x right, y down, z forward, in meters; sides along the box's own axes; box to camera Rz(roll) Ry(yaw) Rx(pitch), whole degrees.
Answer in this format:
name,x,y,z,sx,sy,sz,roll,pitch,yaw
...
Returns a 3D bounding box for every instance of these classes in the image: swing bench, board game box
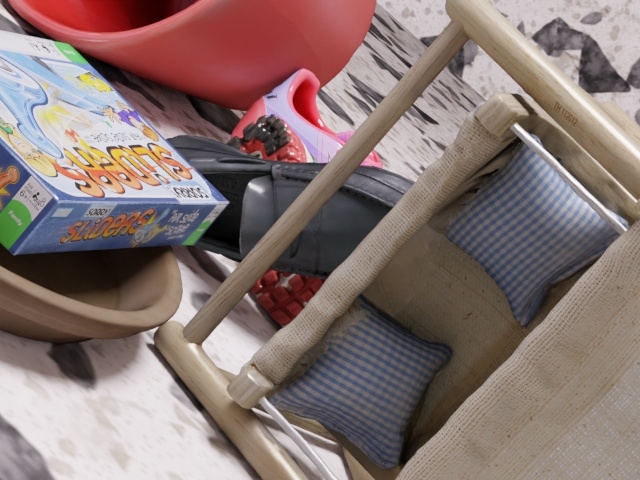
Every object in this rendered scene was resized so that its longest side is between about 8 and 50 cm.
name,x,y,z,sx,sy,sz,roll,pitch,yaw
swing bench,0.091,0.062,0.810,0.165,0.253,0.254,28,18,-43
board game box,-0.138,-0.052,0.827,0.136,0.035,0.201,44,14,12

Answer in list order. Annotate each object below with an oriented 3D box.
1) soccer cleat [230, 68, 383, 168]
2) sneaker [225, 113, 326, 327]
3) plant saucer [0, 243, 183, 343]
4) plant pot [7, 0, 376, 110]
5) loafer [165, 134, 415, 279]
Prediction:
name,x,y,z,sx,sy,sz,roll,pitch,yaw
soccer cleat,0.026,-0.024,1.233,0.248,0.095,0.083,48,15,27
sneaker,0.000,0.000,1.109,0.093,0.088,0.225,43,15,-35
plant saucer,-0.187,-0.042,0.823,0.278,0.041,0.278,38,13,-11
plant pot,-0.087,-0.231,1.278,0.275,0.275,0.243,49,5,28
loafer,-0.021,-0.011,0.989,0.223,0.076,0.078,15,26,25
